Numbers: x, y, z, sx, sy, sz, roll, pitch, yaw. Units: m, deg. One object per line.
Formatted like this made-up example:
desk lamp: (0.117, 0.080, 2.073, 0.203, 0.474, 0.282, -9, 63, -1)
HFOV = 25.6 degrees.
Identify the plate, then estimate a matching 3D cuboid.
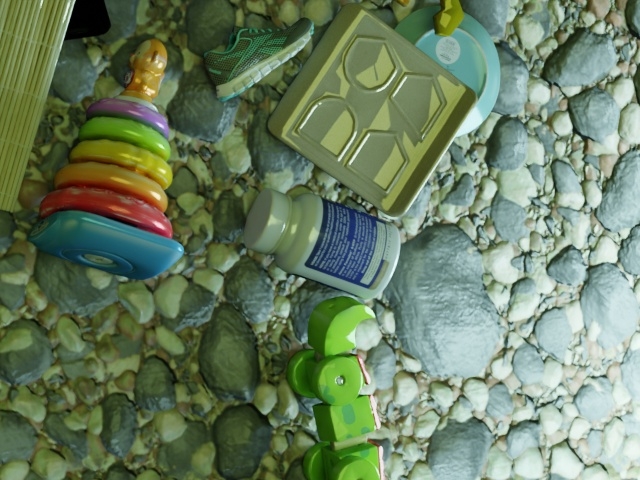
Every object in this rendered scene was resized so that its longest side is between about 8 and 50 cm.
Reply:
plate: (0.174, -0.236, 1.970, 0.188, 0.024, 0.188, -1, 92, -22)

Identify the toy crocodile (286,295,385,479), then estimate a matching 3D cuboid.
toy crocodile: (0.034, 0.245, 1.870, 0.105, 0.115, 0.340, -11, 95, -23)

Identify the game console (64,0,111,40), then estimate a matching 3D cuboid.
game console: (-0.229, -0.348, 1.624, 0.361, 0.044, 0.213, -7, 120, 12)

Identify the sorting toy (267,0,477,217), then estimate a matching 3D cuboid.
sorting toy: (0.096, -0.215, 1.917, 0.229, 0.041, 0.307, 34, 86, -15)

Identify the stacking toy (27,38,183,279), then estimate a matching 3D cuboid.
stacking toy: (-0.242, -0.116, 1.745, 0.166, 0.175, 0.301, 19, 72, -24)

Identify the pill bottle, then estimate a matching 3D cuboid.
pill bottle: (0.000, 0.000, 1.854, 0.187, 0.112, 0.112, 20, 83, -22)

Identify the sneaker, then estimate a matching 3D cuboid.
sneaker: (-0.082, -0.255, 1.845, 0.166, 0.065, 0.076, -37, 100, -19)

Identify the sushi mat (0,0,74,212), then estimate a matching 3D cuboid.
sushi mat: (-0.397, -0.187, 1.660, 0.151, 0.019, 0.316, 13, 113, -19)
